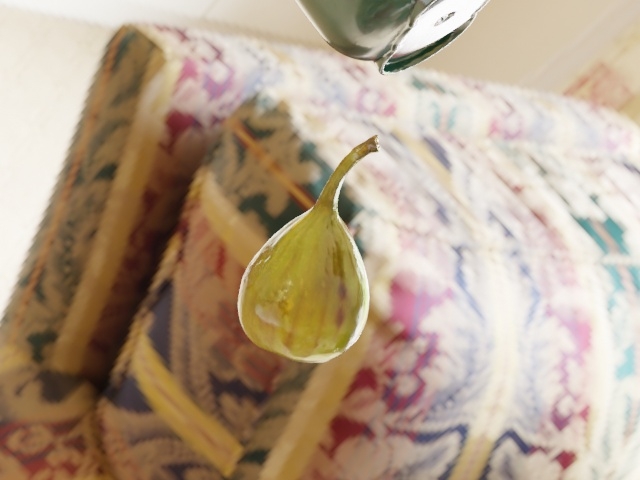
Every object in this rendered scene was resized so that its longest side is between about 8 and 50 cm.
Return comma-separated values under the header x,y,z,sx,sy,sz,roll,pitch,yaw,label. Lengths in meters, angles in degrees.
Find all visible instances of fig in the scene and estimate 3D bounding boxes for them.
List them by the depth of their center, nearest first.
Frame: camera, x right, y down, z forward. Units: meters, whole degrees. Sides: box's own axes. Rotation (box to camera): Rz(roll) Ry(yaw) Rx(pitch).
x,y,z,sx,sy,sz,roll,pitch,yaw,label
0.008,0.006,1.159,0.093,0.166,0.093,27,2,-1,fig

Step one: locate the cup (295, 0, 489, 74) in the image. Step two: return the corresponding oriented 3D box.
x,y,z,sx,sy,sz,roll,pitch,yaw,label
0.038,-0.294,1.552,0.219,0.290,0.258,-27,80,-25,cup
